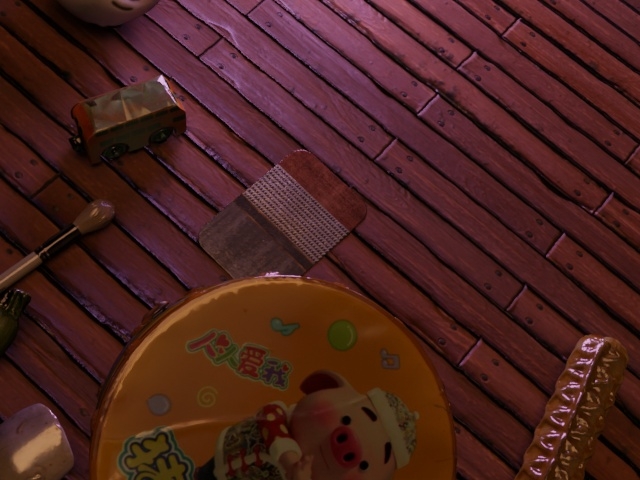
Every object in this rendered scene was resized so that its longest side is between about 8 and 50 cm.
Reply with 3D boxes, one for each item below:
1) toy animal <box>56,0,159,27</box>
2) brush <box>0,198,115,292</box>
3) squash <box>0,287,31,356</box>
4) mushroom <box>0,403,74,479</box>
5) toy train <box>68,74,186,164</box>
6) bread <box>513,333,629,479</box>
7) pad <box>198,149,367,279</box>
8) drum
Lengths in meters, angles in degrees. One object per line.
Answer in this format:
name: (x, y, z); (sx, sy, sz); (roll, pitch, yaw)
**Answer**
toy animal: (-0.337, -0.490, 1.395); (0.212, 0.212, 0.267); (16, 62, -2)
brush: (-0.429, 0.030, 1.249); (0.299, 0.039, 0.042); (-37, 115, -19)
squash: (-0.515, 0.185, 1.139); (0.318, 0.080, 0.071); (-39, 61, -19)
mushroom: (-0.418, 0.314, 1.089); (0.225, 0.093, 0.116); (-42, 53, -15)
toy train: (-0.301, -0.187, 1.327); (0.188, 0.099, 0.072); (-22, 72, -18)
bread: (0.355, 0.294, 1.232); (0.084, 0.077, 0.367); (30, 66, 4)
pad: (0.002, 0.014, 1.310); (0.323, 0.055, 0.250); (36, 64, 27)
drum: (-0.066, 0.244, 1.005); (0.431, 0.214, 0.431); (1, 86, -14)
